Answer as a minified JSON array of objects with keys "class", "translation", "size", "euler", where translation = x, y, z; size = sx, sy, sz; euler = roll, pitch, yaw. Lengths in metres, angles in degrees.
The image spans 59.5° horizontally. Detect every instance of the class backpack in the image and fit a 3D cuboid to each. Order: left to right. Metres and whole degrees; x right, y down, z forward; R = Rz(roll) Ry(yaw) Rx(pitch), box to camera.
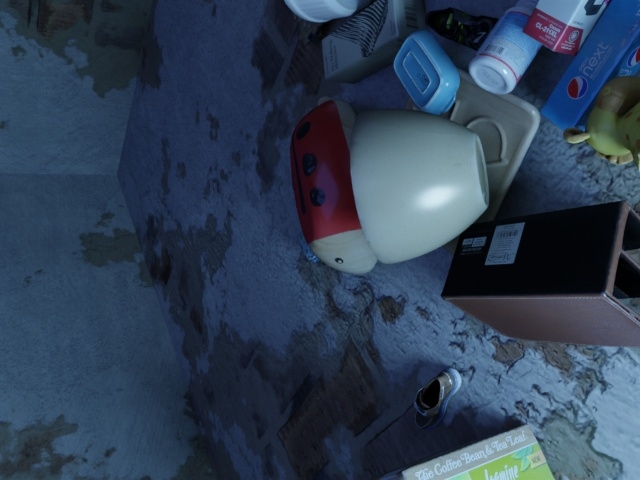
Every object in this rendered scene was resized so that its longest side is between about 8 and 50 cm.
[{"class":"backpack","translation":[0.000,0.000,1.544],"size":[0.114,0.084,0.105],"euler":[-43,61,45]}]

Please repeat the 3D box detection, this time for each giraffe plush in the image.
[{"class":"giraffe plush","translation":[0.459,-0.169,0.793],"size":[0.210,0.181,0.170],"euler":[-66,28,10]}]

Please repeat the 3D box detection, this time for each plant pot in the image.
[{"class":"plant pot","translation":[0.192,-0.108,0.997],"size":[0.191,0.284,0.284],"euler":[-7,87,24]}]

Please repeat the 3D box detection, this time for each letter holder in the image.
[{"class":"letter holder","translation":[0.399,0.071,0.935],"size":[0.302,0.214,0.152],"euler":[-10,53,56]}]

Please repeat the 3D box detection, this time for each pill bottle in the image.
[{"class":"pill bottle","translation":[0.329,-0.337,0.955],"size":[0.160,0.087,0.087],"euler":[-55,38,-7]}]

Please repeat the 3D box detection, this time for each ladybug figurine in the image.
[{"class":"ladybug figurine","translation":[0.027,-0.132,1.371],"size":[0.305,0.162,0.449],"euler":[145,116,-72]}]

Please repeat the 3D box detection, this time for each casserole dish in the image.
[{"class":"casserole dish","translation":[0.202,-0.332,1.107],"size":[0.188,0.037,0.114],"euler":[64,145,25]}]

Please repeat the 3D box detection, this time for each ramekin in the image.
[{"class":"ramekin","translation":[0.034,-0.643,1.286],"size":[0.127,0.273,0.272],"euler":[22,112,40]}]

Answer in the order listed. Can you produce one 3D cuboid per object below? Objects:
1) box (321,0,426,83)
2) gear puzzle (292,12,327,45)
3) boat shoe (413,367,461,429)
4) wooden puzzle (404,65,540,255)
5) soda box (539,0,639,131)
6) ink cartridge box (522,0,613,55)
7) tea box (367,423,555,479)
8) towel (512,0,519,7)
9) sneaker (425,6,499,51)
[{"class":"box","translation":[0.119,-0.467,1.313],"size":[0.275,0.094,0.113],"euler":[-13,83,55]},{"class":"gear puzzle","translation":[-0.029,-0.719,1.560],"size":[0.175,0.044,0.338],"euler":[-39,59,52]},{"class":"boat shoe","translation":[0.241,0.353,1.239],"size":[0.066,0.066,0.183],"euler":[48,131,42]},{"class":"wooden puzzle","translation":[0.272,-0.168,1.143],"size":[0.322,0.081,0.347],"euler":[47,135,43]},{"class":"soda box","translation":[0.445,-0.272,0.879],"size":[0.071,0.067,0.210],"euler":[56,135,37]},{"class":"ink cartridge box","translation":[0.414,-0.381,0.859],"size":[0.072,0.128,0.175],"euler":[53,134,37]},{"class":"tea box","translation":[0.265,0.542,0.992],"size":[0.220,0.329,0.323],"euler":[-48,55,47]},{"class":"towel","translation":[0.379,-0.413,1.013],"size":[0.083,0.009,0.060],"euler":[50,131,41]},{"class":"sneaker","translation":[0.278,-0.416,1.100],"size":[0.188,0.078,0.067],"euler":[40,125,46]}]
